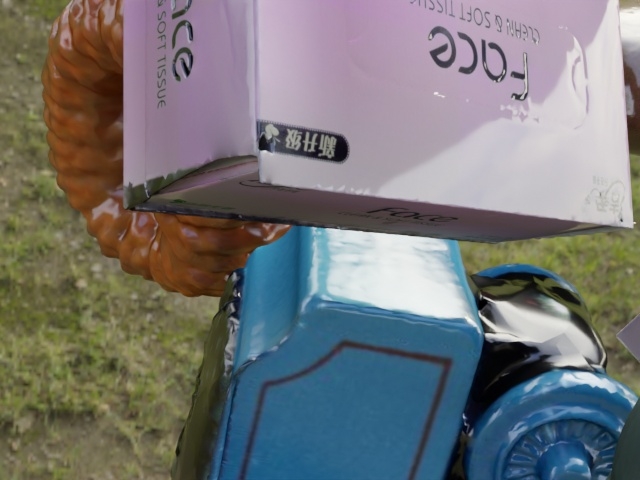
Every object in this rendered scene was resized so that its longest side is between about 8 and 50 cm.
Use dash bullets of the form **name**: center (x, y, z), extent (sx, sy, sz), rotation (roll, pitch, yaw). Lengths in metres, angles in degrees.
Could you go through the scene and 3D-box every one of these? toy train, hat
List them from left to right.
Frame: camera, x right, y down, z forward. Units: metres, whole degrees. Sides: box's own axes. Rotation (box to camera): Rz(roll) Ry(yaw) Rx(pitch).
- **hat**: center (-0.020, -0.123, 0.945), extent (0.400, 0.285, 0.285), rotation (-23, 50, -33)
- **toy train**: center (0.042, 0.146, 0.673), extent (0.265, 0.300, 0.188), rotation (10, 25, -6)

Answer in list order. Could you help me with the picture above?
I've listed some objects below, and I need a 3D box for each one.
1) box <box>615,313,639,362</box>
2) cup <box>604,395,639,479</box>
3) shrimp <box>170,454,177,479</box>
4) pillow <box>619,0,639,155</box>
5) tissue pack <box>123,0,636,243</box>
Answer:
- **box**: center (0.365, 0.093, 0.980), extent (0.129, 0.130, 0.051), rotation (51, 14, 26)
- **cup**: center (0.198, 0.108, 0.453), extent (0.199, 0.150, 0.199), rotation (32, 38, -29)
- **shrimp**: center (-0.075, 0.288, 1.098), extent (0.110, 0.221, 0.445), rotation (34, 40, -32)
- **pillow**: center (0.228, -0.131, 0.817), extent (0.308, 0.108, 0.305), rotation (10, 24, 27)
- **tissue pack**: center (0.036, -0.081, 0.487), extent (0.246, 0.148, 0.092), rotation (5, -10, -42)
